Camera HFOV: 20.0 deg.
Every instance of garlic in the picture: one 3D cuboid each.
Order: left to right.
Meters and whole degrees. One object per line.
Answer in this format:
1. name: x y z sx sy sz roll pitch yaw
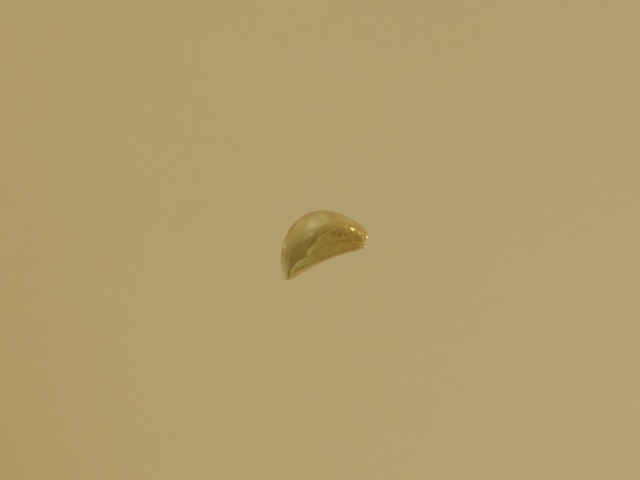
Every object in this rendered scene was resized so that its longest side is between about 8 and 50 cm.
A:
1. garlic: 0.000 0.000 1.615 0.083 0.041 0.053 -19 -67 -4
